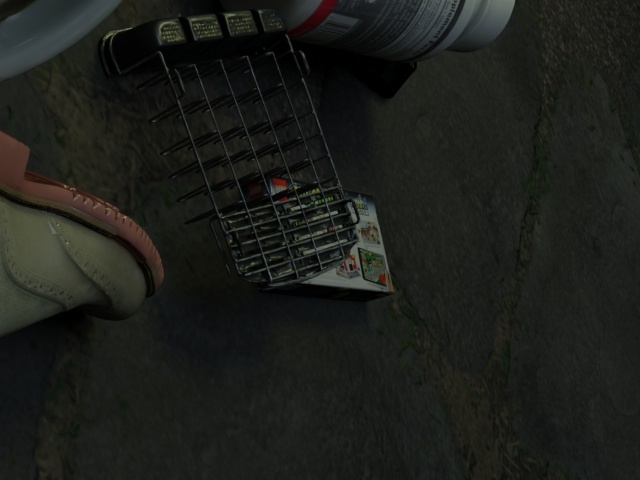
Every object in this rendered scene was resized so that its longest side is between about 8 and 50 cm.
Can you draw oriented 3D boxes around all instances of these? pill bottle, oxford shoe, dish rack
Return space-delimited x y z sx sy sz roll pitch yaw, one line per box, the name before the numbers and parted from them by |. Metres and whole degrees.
pill bottle | 0.056 -0.282 1.687 0.318 0.176 0.176 5 68 -44
oxford shoe | -0.238 0.011 1.133 0.397 0.140 0.146 38 71 -63
dish rack | -0.071 -0.086 1.484 0.208 0.074 0.271 -17 85 -50

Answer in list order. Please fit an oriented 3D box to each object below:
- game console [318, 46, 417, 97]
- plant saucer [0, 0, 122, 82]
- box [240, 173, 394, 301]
game console | 0.036 -0.360 1.904 0.213 0.044 0.361 31 50 -50
plant saucer | -0.286 -0.299 1.070 0.400 0.400 0.100 58 -6 -23
box | 0.000 0.000 1.635 0.207 0.036 0.114 9 65 -58
